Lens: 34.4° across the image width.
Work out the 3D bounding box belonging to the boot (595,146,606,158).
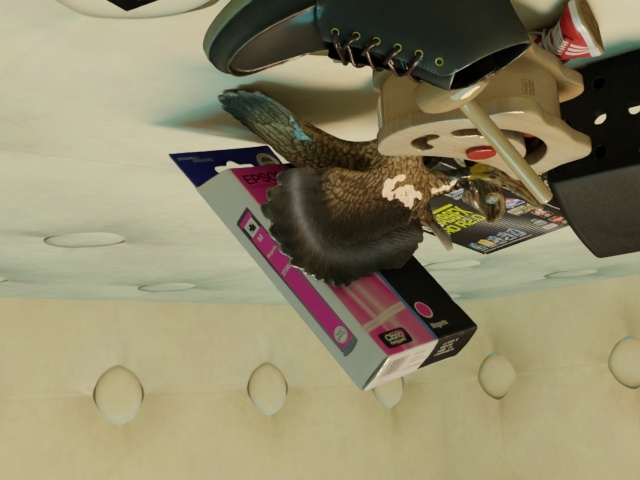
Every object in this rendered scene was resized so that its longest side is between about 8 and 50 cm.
[{"bbox_3d":[0.425,-0.087,1.448,0.262,0.095,0.203,9,167,-18],"label":"boot"}]

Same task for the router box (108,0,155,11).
[{"bbox_3d":[-0.139,-0.197,0.576,0.179,0.046,0.133,24,162,-40],"label":"router box"}]

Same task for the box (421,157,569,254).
[{"bbox_3d":[0.206,-0.062,1.425,0.216,0.060,0.270,19,163,-16],"label":"box"}]

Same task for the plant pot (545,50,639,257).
[{"bbox_3d":[0.342,-0.105,1.122,0.187,0.188,0.167,-12,154,40],"label":"plant pot"}]

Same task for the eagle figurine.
[{"bbox_3d":[0.051,-0.077,1.134,0.298,0.225,0.226,-13,-176,-15],"label":"eagle figurine"}]

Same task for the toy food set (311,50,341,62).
[{"bbox_3d":[0.032,-0.189,0.907,0.132,0.038,0.192,-2,-178,21],"label":"toy food set"}]

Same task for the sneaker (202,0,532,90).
[{"bbox_3d":[0.031,-0.144,0.730,0.222,0.118,0.083,-24,169,8],"label":"sneaker"}]

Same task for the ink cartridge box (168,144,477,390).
[{"bbox_3d":[0.000,0.000,1.177,0.176,0.371,0.069,-11,141,-50],"label":"ink cartridge box"}]

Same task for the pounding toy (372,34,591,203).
[{"bbox_3d":[0.137,-0.090,0.934,0.154,0.155,0.269,-13,163,35],"label":"pounding toy"}]

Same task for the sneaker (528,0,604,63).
[{"bbox_3d":[0.220,-0.187,0.950,0.067,0.042,0.118,-11,170,21],"label":"sneaker"}]
